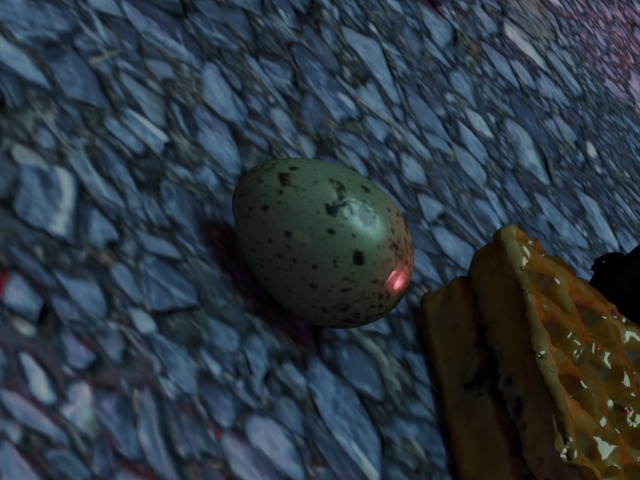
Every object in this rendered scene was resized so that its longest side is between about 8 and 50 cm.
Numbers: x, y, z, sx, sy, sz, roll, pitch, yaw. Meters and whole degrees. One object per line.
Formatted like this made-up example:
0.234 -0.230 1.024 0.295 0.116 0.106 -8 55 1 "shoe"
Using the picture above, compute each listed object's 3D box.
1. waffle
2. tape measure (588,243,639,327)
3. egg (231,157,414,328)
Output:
0.202 0.151 1.153 0.308 0.091 0.213 34 28 -31 "waffle"
0.279 0.085 1.371 0.186 0.112 0.199 28 30 -38 "tape measure"
0.000 0.000 1.018 0.110 0.085 0.085 32 26 -6 "egg"
